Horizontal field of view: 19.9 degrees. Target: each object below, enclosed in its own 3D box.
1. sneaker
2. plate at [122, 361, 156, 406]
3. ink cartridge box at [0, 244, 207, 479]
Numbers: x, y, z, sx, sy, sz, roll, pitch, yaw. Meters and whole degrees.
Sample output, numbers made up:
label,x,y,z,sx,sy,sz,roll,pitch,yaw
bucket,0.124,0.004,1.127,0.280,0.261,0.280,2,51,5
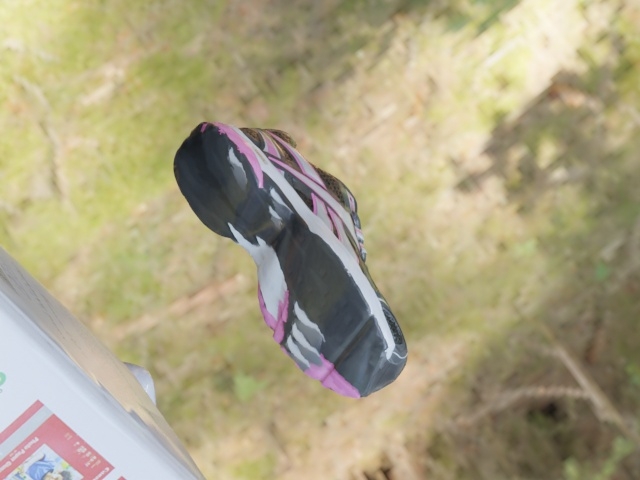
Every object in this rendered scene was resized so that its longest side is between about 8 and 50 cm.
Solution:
label,x,y,z,sx,sy,sz,roll,pitch,yaw
sneaker,0.000,0.000,1.013,0.077,0.178,0.072,-16,158,-47
plate,-0.244,0.211,1.178,0.277,0.278,0.045,2,-168,7
ink cartridge box,-0.209,0.152,0.763,0.309,0.130,0.272,-40,133,-2
